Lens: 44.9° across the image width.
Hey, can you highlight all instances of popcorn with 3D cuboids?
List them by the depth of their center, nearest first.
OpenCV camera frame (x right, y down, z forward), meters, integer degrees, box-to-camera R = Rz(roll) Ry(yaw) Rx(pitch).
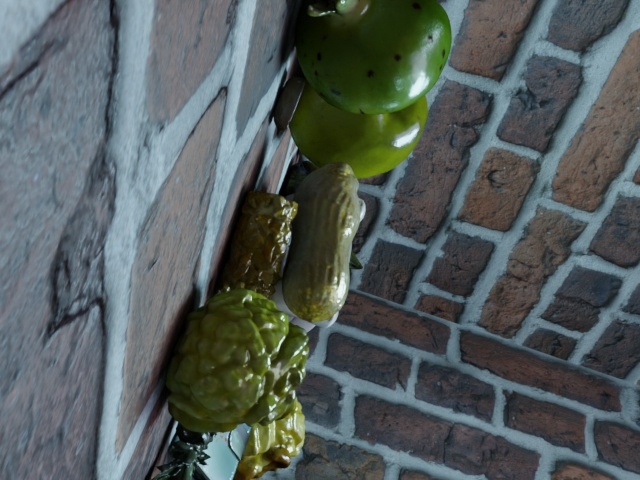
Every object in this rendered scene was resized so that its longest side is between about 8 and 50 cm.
[{"bbox_3d":[-0.129,0.200,1.221,0.259,0.212,0.259,14,90,-82],"label":"popcorn"},{"bbox_3d":[-0.166,0.432,1.866,0.225,0.265,0.332,100,-11,-46],"label":"popcorn"}]

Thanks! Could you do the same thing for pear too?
[{"bbox_3d":[0.071,-0.257,1.576,0.294,0.294,0.294,19,90,-89],"label":"pear"}]

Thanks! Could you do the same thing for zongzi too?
[{"bbox_3d":[0.015,-0.055,1.949,0.138,0.300,0.286,35,69,-50],"label":"zongzi"}]

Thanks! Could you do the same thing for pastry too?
[{"bbox_3d":[-0.116,0.035,1.383,0.154,0.102,0.250,-141,-113,-79],"label":"pastry"}]

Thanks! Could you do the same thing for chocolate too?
[{"bbox_3d":[-0.062,-0.245,1.371,0.101,0.031,0.064,-68,-163,5],"label":"chocolate"},{"bbox_3d":[0.000,0.000,1.430,0.134,0.134,0.309,104,-3,-74],"label":"chocolate"}]

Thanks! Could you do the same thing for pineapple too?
[{"bbox_3d":[-0.225,0.364,1.410,0.130,0.119,0.277,-43,-160,50],"label":"pineapple"}]

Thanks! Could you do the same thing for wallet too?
[{"bbox_3d":[-0.218,0.388,1.623,0.176,0.075,0.250,63,31,-32],"label":"wallet"}]

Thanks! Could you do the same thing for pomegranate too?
[{"bbox_3d":[0.070,-0.338,1.267,0.340,0.260,0.260,17,92,-59],"label":"pomegranate"}]

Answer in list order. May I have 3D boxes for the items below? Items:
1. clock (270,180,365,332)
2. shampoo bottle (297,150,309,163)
[{"bbox_3d":[-0.062,0.055,1.638,0.326,0.184,0.342,-36,-150,64],"label":"clock"},{"bbox_3d":[-0.034,-0.262,2.095,0.165,0.040,0.080,108,0,-48],"label":"shampoo bottle"}]
